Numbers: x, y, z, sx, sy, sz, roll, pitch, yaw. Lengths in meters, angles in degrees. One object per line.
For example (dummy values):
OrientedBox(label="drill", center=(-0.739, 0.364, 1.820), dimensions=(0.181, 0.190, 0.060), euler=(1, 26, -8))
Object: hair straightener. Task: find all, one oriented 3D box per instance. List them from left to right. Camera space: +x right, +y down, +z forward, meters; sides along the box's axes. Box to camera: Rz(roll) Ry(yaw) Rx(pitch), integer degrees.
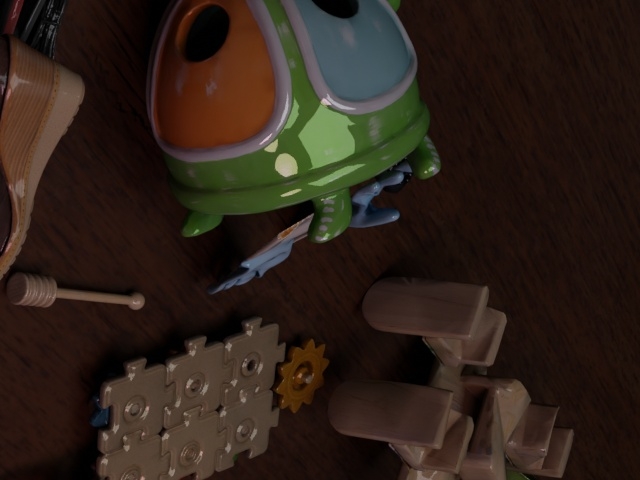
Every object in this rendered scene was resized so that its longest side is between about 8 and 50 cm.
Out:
OrientedBox(label="hair straightener", center=(-0.218, -0.206, 1.260), dimensions=(0.089, 0.047, 0.230), euler=(5, 107, -48))

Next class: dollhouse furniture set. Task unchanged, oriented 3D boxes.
OrientedBox(label="dollhouse furniture set", center=(0.087, 0.292, 1.795), dimensions=(0.362, 0.256, 0.394), euler=(53, 49, -48))

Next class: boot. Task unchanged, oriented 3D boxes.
OrientedBox(label="boot", center=(-0.325, -0.068, 1.214), dimensions=(0.207, 0.090, 0.248), euler=(15, 118, -32))

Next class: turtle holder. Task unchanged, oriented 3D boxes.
OrientedBox(label="turtle holder", center=(-0.009, -0.152, 1.372), dimensions=(0.320, 0.243, 0.227), euler=(-25, 111, -26))

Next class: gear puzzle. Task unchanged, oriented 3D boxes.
OrientedBox(label="gear puzzle", center=(-0.112, 0.162, 1.594), dimensions=(0.339, 0.044, 0.175), euler=(-17, 121, -44))

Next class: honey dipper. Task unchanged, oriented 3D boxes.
OrientedBox(label="honey dipper", center=(-0.221, 0.050, 1.417), dimensions=(0.160, 0.030, 0.030), euler=(8, 105, -51))

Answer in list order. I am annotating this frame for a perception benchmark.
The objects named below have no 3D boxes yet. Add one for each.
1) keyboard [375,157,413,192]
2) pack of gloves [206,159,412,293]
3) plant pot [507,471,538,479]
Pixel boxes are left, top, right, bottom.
OrientedBox(label="keyboard", center=(0.062, -0.110, 1.626), dimensions=(0.100, 0.038, 0.192), euler=(-53, 139, -11))
OrientedBox(label="pack of gloves", center=(0.000, 0.000, 1.496), dimensions=(0.195, 0.232, 0.046), euler=(-32, 89, -29))
OrientedBox(label="plant pot", center=(0.240, 0.332, 2.044), dimensions=(0.079, 0.083, 0.083), euler=(-52, 141, 5))
